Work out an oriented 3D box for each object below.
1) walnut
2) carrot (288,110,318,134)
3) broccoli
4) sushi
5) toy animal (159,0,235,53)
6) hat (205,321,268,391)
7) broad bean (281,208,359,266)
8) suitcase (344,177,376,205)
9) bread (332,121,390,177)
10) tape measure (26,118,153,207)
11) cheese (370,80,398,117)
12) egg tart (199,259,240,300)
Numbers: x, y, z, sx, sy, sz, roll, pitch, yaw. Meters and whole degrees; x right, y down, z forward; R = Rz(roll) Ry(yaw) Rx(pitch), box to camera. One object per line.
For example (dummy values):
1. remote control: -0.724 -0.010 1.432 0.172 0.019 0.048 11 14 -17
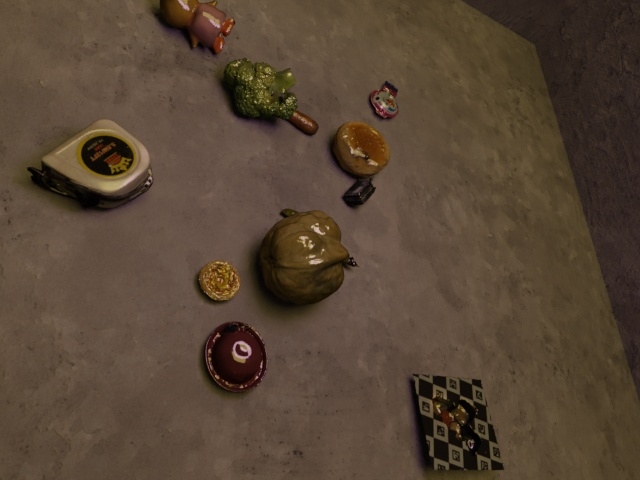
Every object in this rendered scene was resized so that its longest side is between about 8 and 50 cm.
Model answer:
1. walnut: -0.051 0.055 1.571 0.277 0.253 0.282 -14 73 -45
2. carrot: -0.090 -0.474 1.947 0.186 0.060 0.060 30 54 -16
3. broccoli: -0.182 -0.561 1.821 0.302 0.186 0.254 -15 64 -20
4. sushi: 0.463 0.642 1.752 0.339 0.069 0.320 13 52 -28
5. toy animal: -0.460 -0.807 1.801 0.281 0.169 0.195 28 89 -17
6. hat: -0.230 0.324 1.422 0.205 0.089 0.205 16 58 -27
7. broad bean: 0.000 0.000 1.760 0.339 0.061 0.077 41 43 -11
8. suitcase: 0.152 -0.187 1.941 0.126 0.086 0.059 -47 123 -40
9. bread: 0.157 -0.356 2.006 0.244 0.134 0.244 13 62 -26
10. tape measure: -0.617 -0.183 1.399 0.231 0.133 0.271 40 52 -1
11. cheese: 0.304 -0.649 2.299 0.155 0.062 0.244 33 52 -13
12. egg tart: -0.305 0.122 1.502 0.128 0.049 0.129 11 66 -25
